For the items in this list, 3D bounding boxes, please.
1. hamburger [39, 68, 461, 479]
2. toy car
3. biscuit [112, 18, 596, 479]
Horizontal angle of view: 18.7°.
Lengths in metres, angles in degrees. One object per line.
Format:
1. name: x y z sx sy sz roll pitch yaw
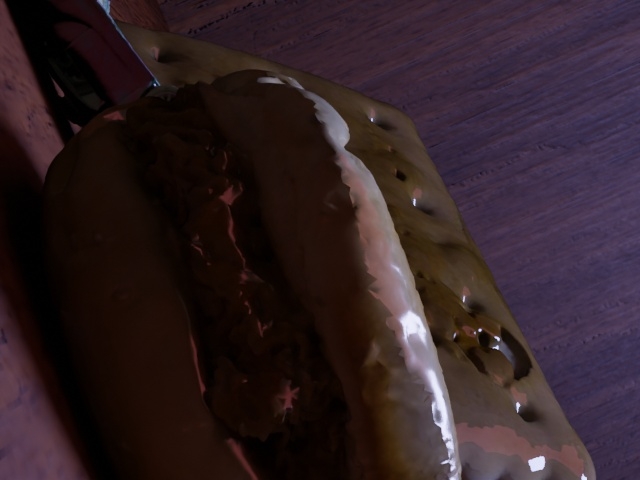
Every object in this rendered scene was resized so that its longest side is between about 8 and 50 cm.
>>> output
1. hamburger: -0.016 0.039 0.647 0.214 0.108 0.214 -23 90 -89
2. toy car: -0.094 -0.074 0.866 0.142 0.055 0.069 53 -3 10
3. biscuit: 0.000 0.000 0.947 0.217 0.044 0.325 17 29 -27
